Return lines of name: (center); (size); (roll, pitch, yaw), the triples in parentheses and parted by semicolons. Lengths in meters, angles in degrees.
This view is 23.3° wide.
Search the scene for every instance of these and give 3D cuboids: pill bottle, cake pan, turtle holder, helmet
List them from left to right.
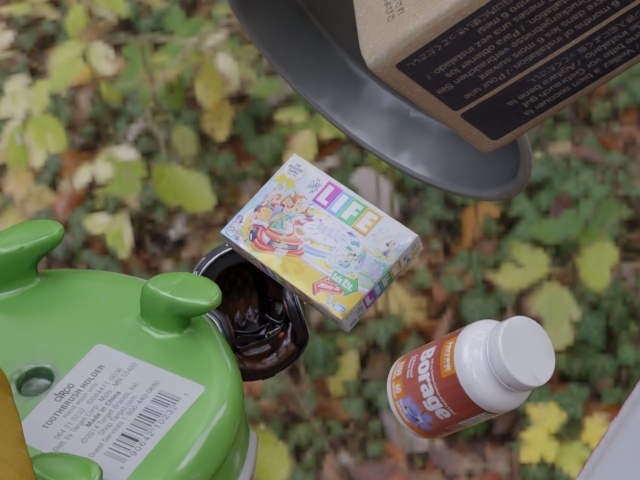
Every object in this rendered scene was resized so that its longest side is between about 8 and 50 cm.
turtle holder: (-0.196, 0.149, 1.005); (0.320, 0.227, 0.243); (-4, 41, 7)
helmet: (-0.100, 0.086, 2.044); (0.169, 0.169, 0.161); (-17, 56, -18)
cake pan: (0.050, -0.145, 1.167); (0.293, 0.293, 0.054); (25, 69, 42)
pill bottle: (0.193, 0.171, 1.977); (0.121, 0.121, 0.216); (-37, 4, -42)

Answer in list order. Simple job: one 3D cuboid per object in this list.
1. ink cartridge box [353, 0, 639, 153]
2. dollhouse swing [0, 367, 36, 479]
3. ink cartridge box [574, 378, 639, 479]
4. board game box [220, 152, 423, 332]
ink cartridge box: (0.101, -0.182, 0.638); (0.193, 0.088, 0.234); (-31, 46, 29)
dollhouse swing: (-0.367, 0.053, 0.832); (0.347, 0.315, 0.305); (-23, 55, 21)
ink cartridge box: (0.330, 0.135, 0.772); (0.279, 0.160, 0.385); (39, 35, 25)
board game box: (0.000, 0.000, 1.385); (0.154, 0.026, 0.103); (34, 74, 29)
